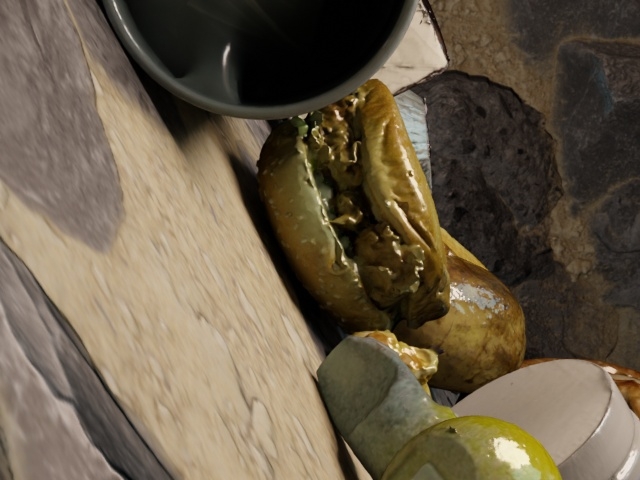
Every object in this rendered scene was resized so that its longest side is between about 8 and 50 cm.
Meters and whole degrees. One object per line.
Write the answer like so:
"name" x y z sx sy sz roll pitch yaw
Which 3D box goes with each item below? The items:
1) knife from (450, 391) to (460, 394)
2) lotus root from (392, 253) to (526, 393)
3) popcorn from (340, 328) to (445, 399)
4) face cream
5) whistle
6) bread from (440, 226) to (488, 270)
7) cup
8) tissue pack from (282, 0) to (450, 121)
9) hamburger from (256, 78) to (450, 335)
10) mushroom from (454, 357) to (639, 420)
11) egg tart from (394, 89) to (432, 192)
"knife" 0.135 0.131 1.713 0.089 0.043 0.365 63 5 5
"lotus root" 0.106 0.069 1.389 0.214 0.138 0.138 34 25 -43
"popcorn" 0.055 0.096 1.082 0.084 0.084 0.084 61 7 -12
"face cream" 0.176 0.202 1.139 0.153 0.177 0.177 60 7 -17
"whistle" 0.073 0.143 0.932 0.223 0.123 0.123 49 -4 42
"bread" 0.117 0.031 1.602 0.211 0.083 0.114 39 9 -30
"cup" -0.032 -0.200 1.070 0.205 0.205 0.312 61 6 -7
"tissue pack" 0.000 -0.262 1.576 0.370 0.198 0.210 -97 163 -71
"hamburger" 0.029 -0.015 1.159 0.215 0.122 0.189 48 21 -78
"mushroom" 0.282 0.207 1.401 0.345 0.345 0.260 -107 -157 -59
"egg tart" 0.081 -0.098 1.722 0.234 0.094 0.234 -3 90 -89
